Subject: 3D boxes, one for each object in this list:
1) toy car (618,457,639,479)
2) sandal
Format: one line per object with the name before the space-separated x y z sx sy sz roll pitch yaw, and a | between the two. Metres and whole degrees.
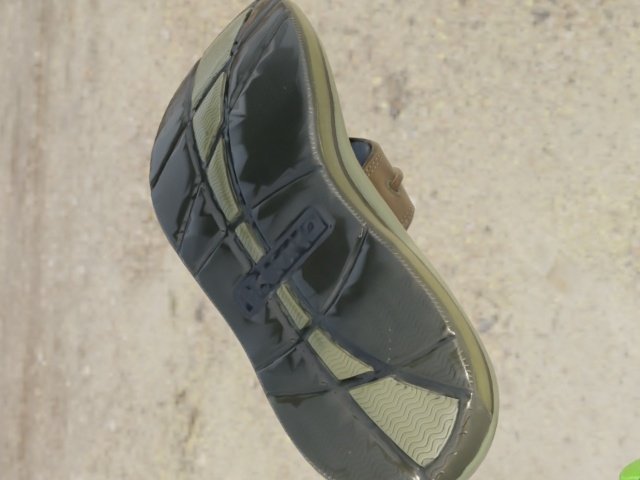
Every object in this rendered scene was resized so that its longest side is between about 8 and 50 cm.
toy car | 0.290 0.149 0.714 0.225 0.239 0.053 -11 93 36
sandal | -0.001 0.002 0.597 0.120 0.086 0.303 -41 54 22
